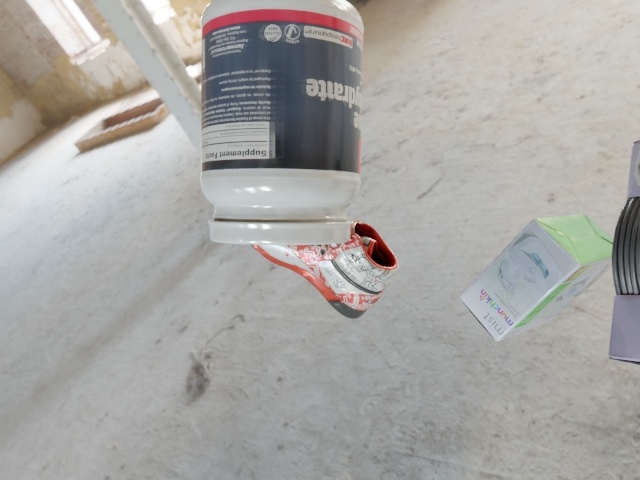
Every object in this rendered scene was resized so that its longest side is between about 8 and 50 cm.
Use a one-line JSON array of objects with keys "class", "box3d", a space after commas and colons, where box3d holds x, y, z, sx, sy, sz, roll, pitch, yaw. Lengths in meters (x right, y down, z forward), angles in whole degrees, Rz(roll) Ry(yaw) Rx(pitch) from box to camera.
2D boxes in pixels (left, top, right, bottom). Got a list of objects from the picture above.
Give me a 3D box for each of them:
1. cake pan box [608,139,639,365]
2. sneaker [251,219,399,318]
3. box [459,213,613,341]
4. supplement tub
[{"class": "cake pan box", "box3d": [0.436, 0.034, 0.590, 0.070, 0.267, 0.245, 166, 116, -66]}, {"class": "sneaker", "box3d": [0.001, 0.000, 0.897, 0.145, 0.270, 0.090, -53, -3, 37]}, {"class": "box", "box3d": [0.451, 0.069, 1.108, 0.126, 0.262, 0.231, 53, 126, 28]}, {"class": "supplement tub", "box3d": [-0.046, -0.135, 0.645, 0.191, 0.272, 0.191, 1, 4, 0]}]
